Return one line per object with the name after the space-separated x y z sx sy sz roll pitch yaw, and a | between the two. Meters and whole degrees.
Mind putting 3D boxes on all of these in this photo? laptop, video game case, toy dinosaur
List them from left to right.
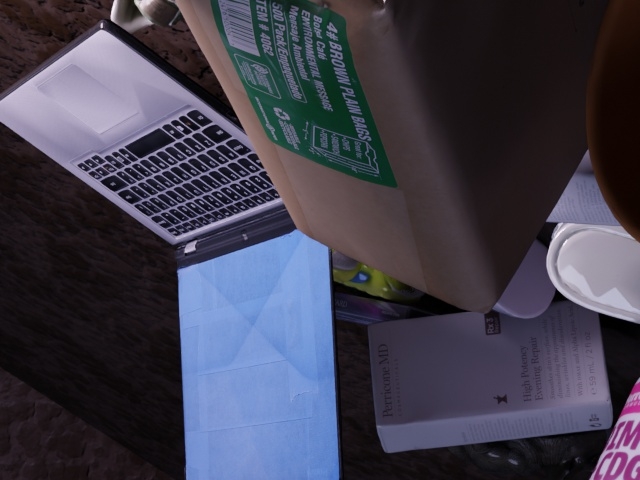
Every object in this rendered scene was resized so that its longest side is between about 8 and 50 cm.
-0.161 0.035 1.862 0.408 0.236 0.382 36 159 -16 | laptop
0.055 0.080 2.109 0.274 0.026 0.196 11 176 43 | video game case
0.187 0.220 2.233 0.313 0.121 0.160 10 146 36 | toy dinosaur

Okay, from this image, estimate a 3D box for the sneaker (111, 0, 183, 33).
-0.117 -0.219 1.653 0.064 0.086 0.192 39 157 -24 | sneaker

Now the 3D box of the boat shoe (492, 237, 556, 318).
0.095 -0.022 1.820 0.301 0.108 0.102 35 159 -33 | boat shoe

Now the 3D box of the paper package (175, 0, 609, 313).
0.076 -0.171 1.186 0.168 0.309 0.325 19 155 26 | paper package

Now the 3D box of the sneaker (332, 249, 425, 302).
0.000 0.000 2.008 0.240 0.091 0.126 33 163 -3 | sneaker

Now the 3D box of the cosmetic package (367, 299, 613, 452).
0.167 0.134 1.920 0.231 0.117 0.085 -8 154 6 | cosmetic package

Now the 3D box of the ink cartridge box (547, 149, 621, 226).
0.232 -0.072 1.355 0.224 0.223 0.045 2 116 48 | ink cartridge box

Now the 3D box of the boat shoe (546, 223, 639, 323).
0.353 0.046 1.681 0.319 0.116 0.099 22 -158 3 | boat shoe

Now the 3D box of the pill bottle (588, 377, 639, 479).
0.338 0.215 1.776 0.160 0.283 0.160 26 159 11 | pill bottle

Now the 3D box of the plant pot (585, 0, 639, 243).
0.328 -0.092 1.126 0.203 0.291 0.291 22 166 -31 | plant pot
